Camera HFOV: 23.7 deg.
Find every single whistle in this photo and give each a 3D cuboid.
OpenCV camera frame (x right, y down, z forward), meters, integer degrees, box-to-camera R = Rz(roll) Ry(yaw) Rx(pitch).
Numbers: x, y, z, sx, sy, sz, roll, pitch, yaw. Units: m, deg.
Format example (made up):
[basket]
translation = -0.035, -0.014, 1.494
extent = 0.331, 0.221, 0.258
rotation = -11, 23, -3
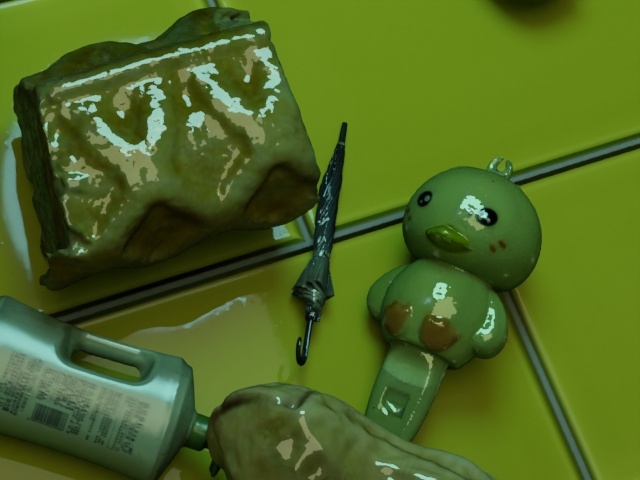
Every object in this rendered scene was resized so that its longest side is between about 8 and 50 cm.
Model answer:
[whistle]
translation = 0.110, 0.048, 1.397
extent = 0.141, 0.141, 0.294
rotation = 29, 66, 0

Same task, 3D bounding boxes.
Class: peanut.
[peanut]
translation = 0.053, 0.241, 1.290
extent = 0.340, 0.174, 0.158
rotation = 24, 80, 2

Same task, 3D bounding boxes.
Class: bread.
[bread]
translation = -0.146, -0.086, 1.364
extent = 0.252, 0.196, 0.239
rotation = -12, 76, -13

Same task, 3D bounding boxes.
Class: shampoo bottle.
[shampoo bottle]
translation = -0.187, 0.139, 1.323
extent = 0.234, 0.087, 0.118
rotation = 20, 67, -5

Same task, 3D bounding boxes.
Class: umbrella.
[umbrella]
translation = 0.001, 0.003, 1.451
extent = 0.044, 0.044, 0.269
rotation = 1, 57, 16
